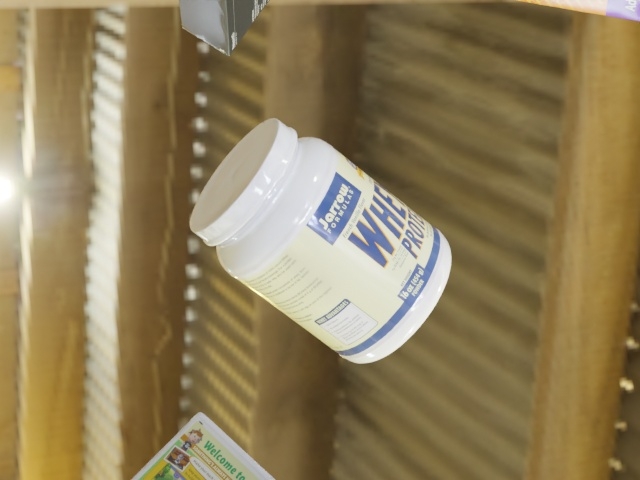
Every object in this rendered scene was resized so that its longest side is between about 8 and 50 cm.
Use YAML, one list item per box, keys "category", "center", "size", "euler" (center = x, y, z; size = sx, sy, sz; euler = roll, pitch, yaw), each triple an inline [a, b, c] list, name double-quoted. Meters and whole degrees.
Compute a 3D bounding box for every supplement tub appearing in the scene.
- category: "supplement tub"
  center: [0.000, 0.000, 2.101]
  size: [0.235, 0.325, 0.235]
  euler: [-45, -159, 22]

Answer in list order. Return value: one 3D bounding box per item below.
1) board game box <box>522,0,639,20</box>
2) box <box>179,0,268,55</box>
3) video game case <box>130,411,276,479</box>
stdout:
- category: "board game box"
  center: [0.203, -0.491, 1.458]
  size: [0.356, 0.356, 0.357]
  euler: [80, 25, -61]
- category: "box"
  center: [-0.136, -0.434, 2.306]
  size: [0.184, 0.103, 0.261]
  euler: [-58, 172, -17]
- category: "video game case"
  center: [-0.108, 0.272, 1.248]
  size: [0.212, 0.193, 0.023]
  euler: [36, -14, 40]
